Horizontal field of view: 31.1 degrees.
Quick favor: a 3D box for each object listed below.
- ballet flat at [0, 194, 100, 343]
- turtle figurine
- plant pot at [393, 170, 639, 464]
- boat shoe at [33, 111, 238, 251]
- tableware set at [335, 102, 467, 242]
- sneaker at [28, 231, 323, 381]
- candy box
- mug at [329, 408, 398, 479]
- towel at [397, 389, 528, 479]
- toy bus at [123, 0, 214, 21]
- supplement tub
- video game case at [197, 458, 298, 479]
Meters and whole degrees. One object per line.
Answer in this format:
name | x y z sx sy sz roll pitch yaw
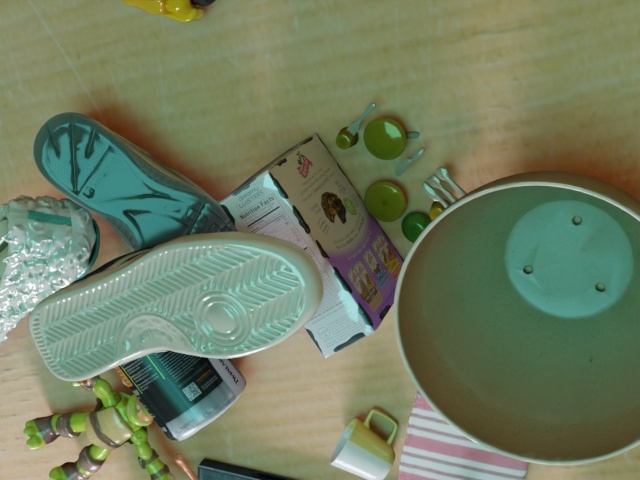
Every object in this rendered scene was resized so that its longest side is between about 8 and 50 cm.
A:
ballet flat | -0.430 0.062 1.401 0.409 0.147 0.147 -38 94 31
turtle figurine | -0.278 0.225 1.454 0.217 0.087 0.269 -28 107 34
plant pot | 0.233 0.049 1.142 0.284 0.191 0.284 7 112 17
boat shoe | -0.185 -0.030 1.327 0.320 0.103 0.118 37 99 -3
tableware set | 0.081 -0.071 1.249 0.154 0.024 0.104 43 121 -1
sneaker | -0.134 0.048 1.184 0.350 0.148 0.131 -11 104 30
candy box | 0.000 0.000 1.222 0.070 0.165 0.196 -32 96 25
mug | 0.056 0.247 1.357 0.064 0.062 0.078 31 124 -2
towel | 0.164 0.261 1.334 0.144 0.029 0.197 12 114 5
toy bus | -0.174 -0.321 1.140 0.149 0.211 0.220 26 118 7
supplement tub | -0.186 0.132 1.368 0.117 0.117 0.190 -33 96 27
video game case | -0.028 0.393 1.462 0.274 0.026 0.196 9 112 16
